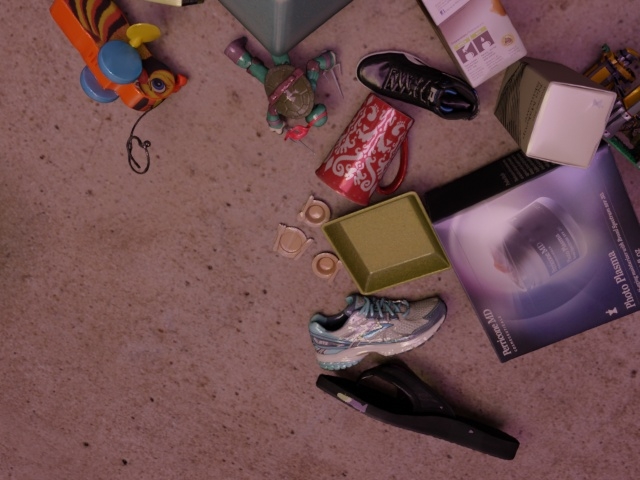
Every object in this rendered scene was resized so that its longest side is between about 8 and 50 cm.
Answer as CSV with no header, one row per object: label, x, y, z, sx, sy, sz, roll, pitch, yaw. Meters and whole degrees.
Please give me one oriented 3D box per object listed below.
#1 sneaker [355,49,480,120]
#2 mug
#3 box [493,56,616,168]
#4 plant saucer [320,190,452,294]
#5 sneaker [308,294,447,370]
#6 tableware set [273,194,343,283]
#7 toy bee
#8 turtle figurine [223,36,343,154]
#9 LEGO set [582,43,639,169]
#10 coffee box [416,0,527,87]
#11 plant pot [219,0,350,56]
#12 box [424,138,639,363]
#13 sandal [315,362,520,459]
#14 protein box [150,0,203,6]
sneaker,0.164,-0.258,1.035,0.216,0.121,0.079,15,112,-2
mug,0.090,-0.161,1.107,0.113,0.150,0.169,40,109,27
box,0.346,-0.207,0.960,0.094,0.275,0.113,12,113,1
plant saucer,0.124,-0.001,1.159,0.188,0.045,0.188,-20,123,20
sneaker,0.105,0.160,1.222,0.283,0.110,0.122,-22,106,12
tableware set,0.000,0.000,1.209,0.168,0.020,0.141,32,111,-9
toy bee,-0.319,-0.280,1.059,0.195,0.162,0.298,6,117,39
turtle figurine,-0.047,-0.264,1.056,0.175,0.118,0.234,-39,98,14
LEGO set,0.578,-0.197,0.963,0.331,0.255,0.192,42,126,-5
coffee box,0.207,-0.376,0.973,0.098,0.141,0.246,-32,108,15
plant pot,-0.053,-0.412,0.886,0.247,0.252,0.248,-42,83,-13
box,0.375,0.007,1.075,0.294,0.183,0.296,-25,107,16
sandal,0.202,0.325,1.277,0.445,0.167,0.107,20,87,-12
protein box,-0.282,-0.484,0.964,0.199,0.136,0.201,11,113,0
